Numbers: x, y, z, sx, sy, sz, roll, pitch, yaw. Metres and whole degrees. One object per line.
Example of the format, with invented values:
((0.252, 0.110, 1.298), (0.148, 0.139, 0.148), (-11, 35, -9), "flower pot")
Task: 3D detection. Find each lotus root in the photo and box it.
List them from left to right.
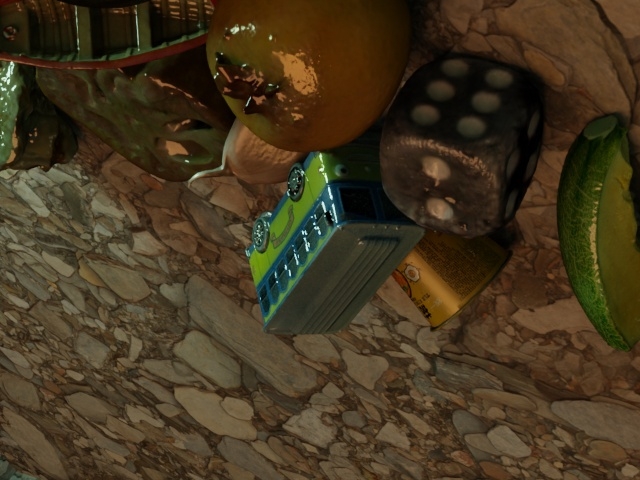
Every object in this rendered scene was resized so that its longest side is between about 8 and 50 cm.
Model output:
((-0.285, -0.226, 1.776), (0.390, 0.111, 0.375), (18, 156, 15), "lotus root")

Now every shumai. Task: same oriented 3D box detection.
((-0.568, -0.260, 1.986), (0.222, 0.203, 0.272), (9, 105, 28), "shumai")

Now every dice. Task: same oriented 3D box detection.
((0.193, -0.127, 1.451), (0.181, 0.182, 0.183), (16, 144, 22), "dice")

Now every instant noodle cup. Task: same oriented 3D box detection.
((0.188, 0.030, 1.676), (0.144, 0.182, 0.182), (45, 146, 1), "instant noodle cup")

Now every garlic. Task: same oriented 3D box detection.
((-0.076, -0.147, 1.648), (0.148, 0.128, 0.266), (36, 111, -2), "garlic")

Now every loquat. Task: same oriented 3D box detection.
((-0.022, -0.249, 1.398), (0.274, 0.275, 0.275), (22, 145, 16), "loquat")

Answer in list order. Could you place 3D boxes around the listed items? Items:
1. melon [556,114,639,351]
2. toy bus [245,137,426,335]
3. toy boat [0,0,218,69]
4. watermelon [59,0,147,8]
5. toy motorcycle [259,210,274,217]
((0.390, -0.020, 1.487), (0.124, 0.196, 0.323), (-18, 120, 8), "melon")
((0.014, -0.001, 1.637), (0.152, 0.190, 0.312), (3, 145, -27), "toy bus")
((-0.287, -0.315, 1.568), (0.392, 0.136, 0.079), (-4, 173, -4), "toy boat")
((-0.287, -0.438, 1.369), (0.359, 0.279, 0.279), (13, 142, 22), "watermelon")
((0.000, 0.000, 1.871), (0.228, 0.074, 0.151), (2, 138, 36), "toy motorcycle")
